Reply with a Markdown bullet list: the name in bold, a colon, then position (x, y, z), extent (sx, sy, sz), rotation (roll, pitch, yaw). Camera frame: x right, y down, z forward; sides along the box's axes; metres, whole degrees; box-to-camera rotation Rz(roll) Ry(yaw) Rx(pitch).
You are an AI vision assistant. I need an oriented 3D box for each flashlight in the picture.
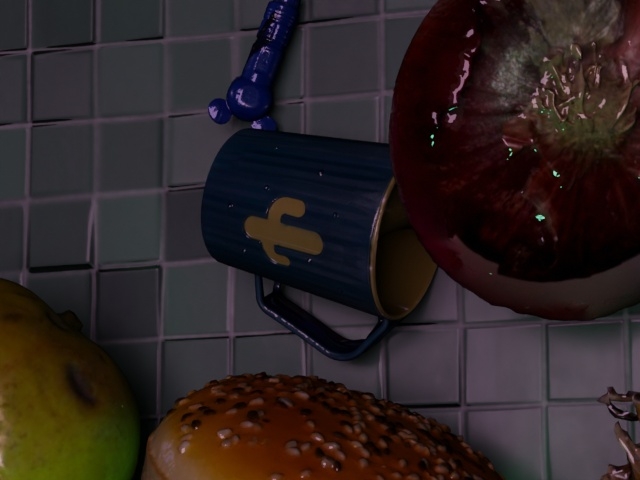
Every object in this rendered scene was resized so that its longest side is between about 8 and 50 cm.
- **flashlight**: position (-0.046, -0.143, 1.468), extent (0.057, 0.035, 0.121), rotation (20, 84, -3)

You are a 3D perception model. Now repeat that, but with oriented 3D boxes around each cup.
- **cup**: position (0.000, 0.000, 1.390), extent (0.155, 0.131, 0.176), rotation (15, 111, 25)

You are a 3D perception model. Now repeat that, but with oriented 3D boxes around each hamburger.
- **hamburger**: position (0.014, 0.200, 1.261), extent (0.300, 0.300, 0.176), rotation (31, 105, 21)

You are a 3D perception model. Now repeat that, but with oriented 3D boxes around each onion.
- **onion**: position (0.167, -0.082, 1.318), extent (0.272, 0.195, 0.272), rotation (-3, 102, -17)

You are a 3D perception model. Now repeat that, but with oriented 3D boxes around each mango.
- **mango**: position (-0.320, 0.159, 1.402), extent (0.365, 0.182, 0.253), rotation (-11, 85, 0)

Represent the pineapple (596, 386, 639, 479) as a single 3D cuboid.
- **pineapple**: position (0.302, 0.258, 1.134), extent (0.352, 0.352, 0.300), rotation (20, 98, 21)
